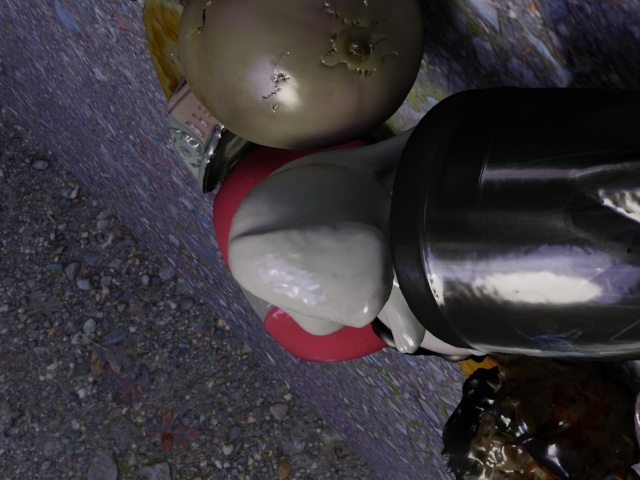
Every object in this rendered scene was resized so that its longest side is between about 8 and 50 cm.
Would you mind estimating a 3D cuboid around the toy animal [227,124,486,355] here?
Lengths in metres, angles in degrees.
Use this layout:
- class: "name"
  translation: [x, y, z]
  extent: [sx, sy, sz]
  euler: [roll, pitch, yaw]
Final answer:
- class: "toy animal"
  translation: [0.054, 0.002, 1.458]
  extent: [0.249, 0.289, 0.174]
  euler: [-102, -8, -58]

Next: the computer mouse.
- class: "computer mouse"
  translation: [-0.106, -0.195, 1.868]
  extent: [0.115, 0.199, 0.389]
  euler: [37, 150, 9]

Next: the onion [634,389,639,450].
- class: "onion"
  translation: [0.431, 0.247, 1.626]
  extent: [0.250, 0.111, 0.247]
  euler: [-147, 41, -78]

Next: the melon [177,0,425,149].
- class: "melon"
  translation: [-0.022, -0.201, 1.555]
  extent: [0.223, 0.223, 0.317]
  euler: [54, 164, -18]

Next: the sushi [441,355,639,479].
- class: "sushi"
  translation: [0.275, 0.220, 1.819]
  extent: [0.238, 0.225, 0.219]
  euler: [8, 151, -7]

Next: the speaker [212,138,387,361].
- class: "speaker"
  translation: [0.000, 0.000, 1.922]
  extent: [0.294, 0.294, 0.294]
  euler: [45, 166, 15]

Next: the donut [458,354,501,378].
- class: "donut"
  translation: [0.254, 0.186, 2.063]
  extent: [0.152, 0.058, 0.152]
  euler: [46, 163, 19]

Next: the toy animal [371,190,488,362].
- class: "toy animal"
  translation: [0.140, 0.027, 1.679]
  extent: [0.212, 0.212, 0.267]
  euler: [48, 166, 5]

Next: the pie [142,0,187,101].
- class: "pie"
  translation: [-0.148, -0.211, 2.132]
  extent: [0.337, 0.075, 0.337]
  euler: [44, 153, 29]

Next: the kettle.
- class: "kettle"
  translation: [0.272, 0.006, 1.254]
  extent: [0.324, 0.228, 0.321]
  euler: [3, 158, 46]
